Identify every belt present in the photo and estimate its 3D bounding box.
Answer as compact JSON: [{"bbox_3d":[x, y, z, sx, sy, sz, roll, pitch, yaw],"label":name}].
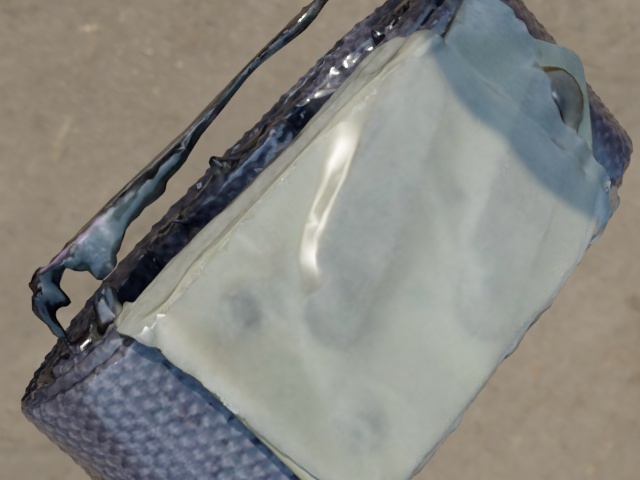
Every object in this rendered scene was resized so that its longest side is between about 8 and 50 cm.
[{"bbox_3d":[0.000,0.000,0.613,0.126,0.139,0.230,48,71,-13],"label":"belt"}]
